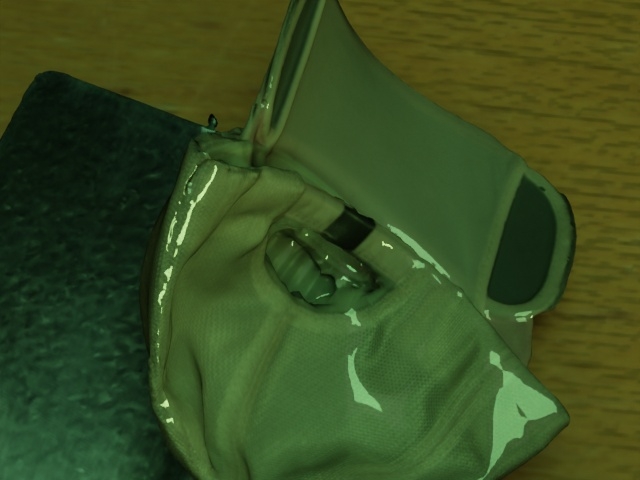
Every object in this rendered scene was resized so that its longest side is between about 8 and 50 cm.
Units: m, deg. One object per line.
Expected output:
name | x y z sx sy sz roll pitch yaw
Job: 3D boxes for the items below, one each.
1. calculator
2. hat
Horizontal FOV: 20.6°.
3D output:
calculator | -0.111 0.045 0.813 0.161 0.021 0.262 22 64 6
hat | 0.000 0.000 0.797 0.219 0.164 0.226 40 21 -25
